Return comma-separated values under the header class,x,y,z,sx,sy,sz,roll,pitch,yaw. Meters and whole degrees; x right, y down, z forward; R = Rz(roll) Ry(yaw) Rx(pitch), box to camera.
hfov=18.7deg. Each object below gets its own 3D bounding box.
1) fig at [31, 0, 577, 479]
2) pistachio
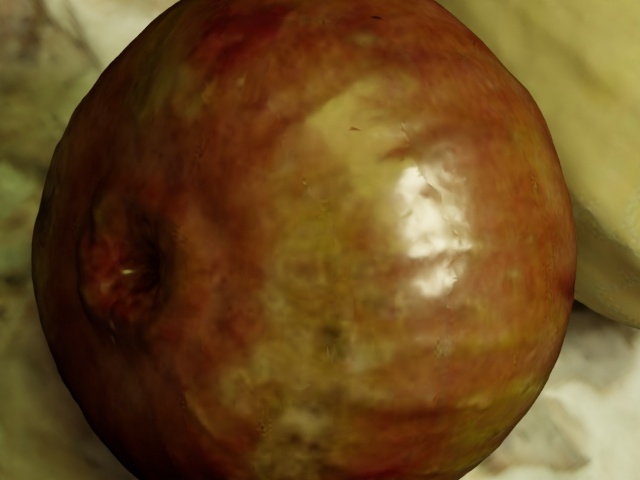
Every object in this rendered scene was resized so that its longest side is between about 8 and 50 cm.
class,x,y,z,sx,sy,sz,roll,pitch,yaw
fig,0.001,0.000,0.677,0.205,0.205,0.205,8,63,-16
pistachio,0.123,-0.058,0.763,0.229,0.157,0.157,43,59,18
